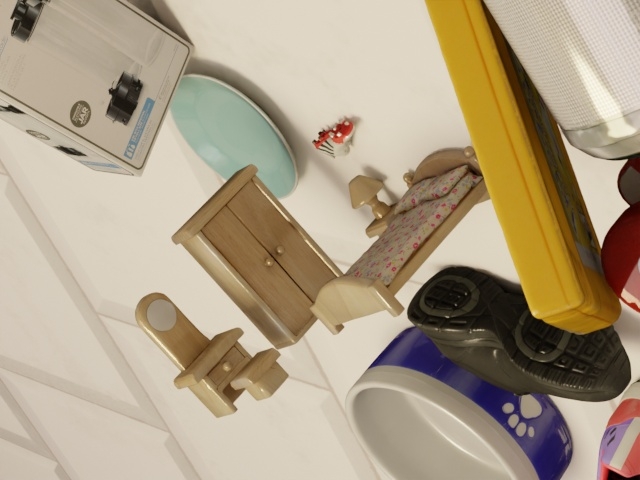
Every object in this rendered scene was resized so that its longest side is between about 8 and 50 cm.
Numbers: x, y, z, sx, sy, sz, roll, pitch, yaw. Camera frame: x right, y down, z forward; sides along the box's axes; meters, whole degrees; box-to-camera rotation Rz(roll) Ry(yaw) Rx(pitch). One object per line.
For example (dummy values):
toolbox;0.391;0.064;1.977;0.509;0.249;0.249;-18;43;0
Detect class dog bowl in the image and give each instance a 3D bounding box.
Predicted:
dog bowl;0.165;0.228;2.049;0.265;0.104;0.265;31;151;20

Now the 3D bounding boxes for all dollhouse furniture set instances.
dollhouse furniture set;0.000;0.000;1.710;0.174;0.303;0.355;48;152;-11

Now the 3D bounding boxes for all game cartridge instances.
game cartridge;0.164;-0.069;1.364;0.324;0.053;0.285;22;-131;-76

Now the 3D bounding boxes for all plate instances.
plate;-0.096;-0.123;1.956;0.188;0.024;0.188;32;152;20

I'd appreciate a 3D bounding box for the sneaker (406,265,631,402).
sneaker;0.225;0.115;1.830;0.286;0.109;0.130;23;155;49

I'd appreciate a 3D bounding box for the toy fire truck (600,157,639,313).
toy fire truck;0.389;-0.021;1.359;0.302;0.169;0.254;39;132;9

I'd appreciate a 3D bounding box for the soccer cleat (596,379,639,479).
soccer cleat;0.347;0.283;1.882;0.109;0.116;0.318;26;149;27

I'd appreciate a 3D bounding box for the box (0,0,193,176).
box;-0.287;-0.200;1.819;0.087;0.169;0.290;11;164;46

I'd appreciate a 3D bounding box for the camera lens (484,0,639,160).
camera lens;0.216;-0.210;1.191;0.274;0.219;0.219;57;150;-10

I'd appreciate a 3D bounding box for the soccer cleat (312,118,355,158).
soccer cleat;0.022;-0.106;1.829;0.036;0.029;0.083;39;157;-16
